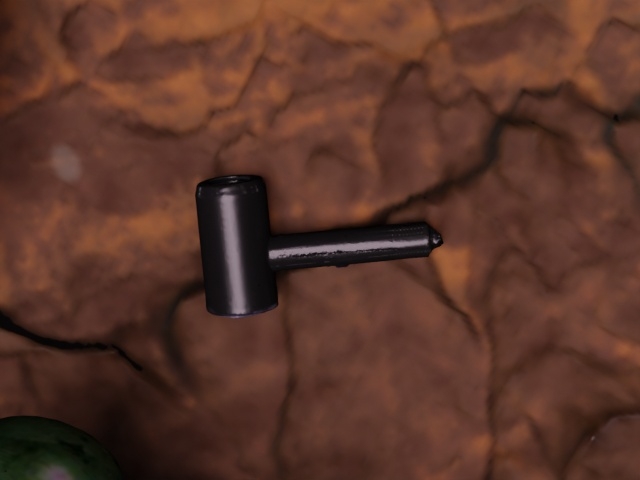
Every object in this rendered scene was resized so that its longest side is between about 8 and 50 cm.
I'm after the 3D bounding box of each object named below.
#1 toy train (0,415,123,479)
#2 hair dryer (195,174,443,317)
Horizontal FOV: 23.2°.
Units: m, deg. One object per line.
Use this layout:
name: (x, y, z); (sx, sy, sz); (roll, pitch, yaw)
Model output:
toy train: (-0.097, 0.194, 0.518); (0.202, 0.145, 0.266); (26, 106, 14)
hair dryer: (0.000, 0.000, 0.532); (0.083, 0.026, 0.047); (-3, 103, 6)
